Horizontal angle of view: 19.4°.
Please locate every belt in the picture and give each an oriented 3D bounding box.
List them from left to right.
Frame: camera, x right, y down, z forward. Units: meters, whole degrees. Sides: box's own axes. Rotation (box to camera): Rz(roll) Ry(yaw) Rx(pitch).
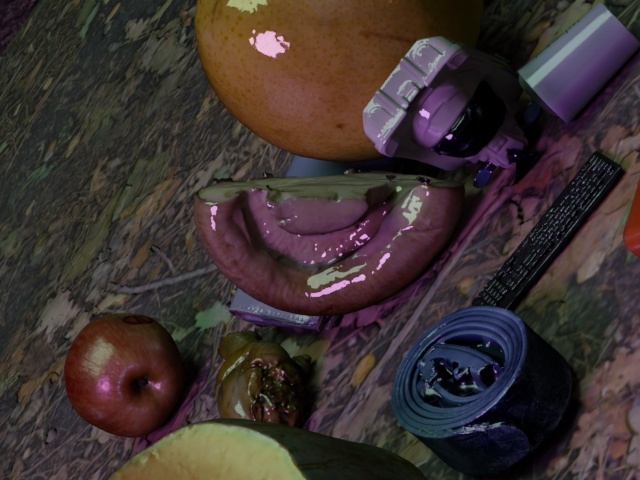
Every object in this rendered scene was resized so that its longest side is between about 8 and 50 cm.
[{"bbox_3d":[0.146,0.135,1.671,0.141,0.082,0.190,-56,24,-11],"label":"belt"}]

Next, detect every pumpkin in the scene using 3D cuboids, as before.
[{"bbox_3d":[-0.066,0.299,1.591,0.332,0.199,0.332,-21,56,36],"label":"pumpkin"}]

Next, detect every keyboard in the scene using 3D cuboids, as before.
[{"bbox_3d":[0.215,-0.004,1.806,0.196,0.015,0.074,-51,25,5],"label":"keyboard"}]

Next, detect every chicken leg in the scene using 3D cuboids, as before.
[{"bbox_3d":[-0.066,0.147,2.032,0.103,0.088,0.227,-56,17,18],"label":"chicken leg"}]

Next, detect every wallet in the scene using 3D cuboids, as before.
[{"bbox_3d":[0.000,0.000,2.108,0.170,0.069,0.231,8,67,42],"label":"wallet"}]

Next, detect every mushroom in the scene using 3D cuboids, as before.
[{"bbox_3d":[0.012,0.005,1.967,0.286,0.151,0.156,-2,10,9],"label":"mushroom"}]

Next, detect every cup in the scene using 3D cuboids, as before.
[{"bbox_3d":[0.262,-0.183,1.898,0.116,0.074,0.104,-45,6,11],"label":"cup"}]

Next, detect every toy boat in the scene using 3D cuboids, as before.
[{"bbox_3d":[0.147,-0.125,1.891,0.141,0.269,0.140,-6,78,30],"label":"toy boat"}]

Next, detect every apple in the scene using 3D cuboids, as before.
[{"bbox_3d":[-0.231,0.161,2.221,0.131,0.146,0.146,18,73,54],"label":"apple"}]

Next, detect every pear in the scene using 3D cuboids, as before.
[{"bbox_3d":[0.019,-0.235,2.054,0.314,0.314,0.314,-40,29,27],"label":"pear"}]

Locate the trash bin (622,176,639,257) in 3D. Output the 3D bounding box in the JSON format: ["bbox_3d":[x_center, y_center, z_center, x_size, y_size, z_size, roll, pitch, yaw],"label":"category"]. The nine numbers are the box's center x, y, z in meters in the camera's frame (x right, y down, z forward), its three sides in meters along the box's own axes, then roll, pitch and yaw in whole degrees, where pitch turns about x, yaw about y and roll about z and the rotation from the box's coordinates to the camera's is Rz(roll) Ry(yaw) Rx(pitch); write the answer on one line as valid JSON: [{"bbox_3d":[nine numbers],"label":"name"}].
[{"bbox_3d":[0.364,-0.053,1.453,0.239,0.161,0.184,-22,39,53],"label":"trash bin"}]
